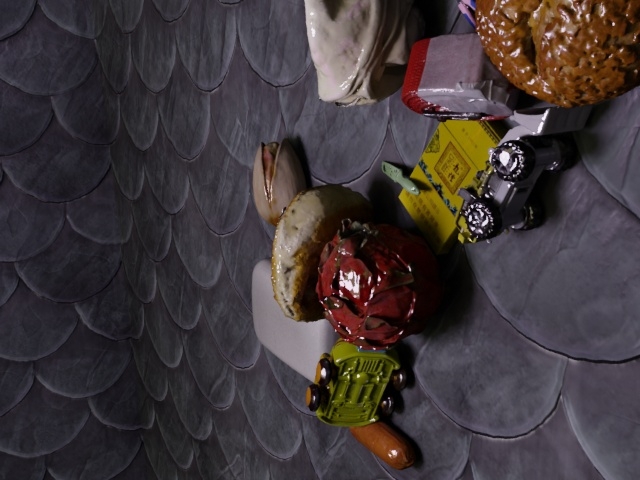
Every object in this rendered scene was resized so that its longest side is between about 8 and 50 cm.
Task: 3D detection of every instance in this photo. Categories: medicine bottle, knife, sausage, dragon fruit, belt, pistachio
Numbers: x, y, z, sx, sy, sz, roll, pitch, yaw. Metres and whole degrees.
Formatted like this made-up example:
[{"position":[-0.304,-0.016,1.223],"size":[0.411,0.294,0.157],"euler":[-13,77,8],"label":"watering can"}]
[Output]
[{"position":[-0.048,0.192,1.805],"size":[0.375,0.123,0.282],"euler":[25,118,54],"label":"medicine bottle"},{"position":[0.156,-0.124,1.421],"size":[0.207,0.014,0.030],"euler":[-128,45,-65],"label":"knife"},{"position":[0.138,0.447,1.628],"size":[0.197,0.076,0.076],"euler":[27,122,53],"label":"sausage"},{"position":[0.112,0.082,1.373],"size":[0.244,0.244,0.299],"euler":[49,175,40],"label":"dragon fruit"},{"position":[0.226,-0.251,1.170],"size":[0.201,0.128,0.124],"euler":[9,82,40],"label":"belt"},{"position":[-0.103,-0.139,1.780],"size":[0.144,0.144,0.215],"euler":[3,104,58],"label":"pistachio"}]

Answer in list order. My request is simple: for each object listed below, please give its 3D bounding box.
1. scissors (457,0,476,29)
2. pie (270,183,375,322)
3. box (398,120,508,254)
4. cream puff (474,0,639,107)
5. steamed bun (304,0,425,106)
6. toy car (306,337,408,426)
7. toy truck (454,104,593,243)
[{"position":[0.256,-0.392,1.229],"size":[0.113,0.012,0.039],"euler":[61,145,28],"label":"scissors"},{"position":[0.009,0.030,1.492],"size":[0.092,0.315,0.315],"euler":[21,119,31],"label":"pie"},{"position":[0.242,-0.118,1.315],"size":[0.153,0.041,0.279],"euler":[61,145,30],"label":"box"},{"position":[0.326,-0.321,0.942],"size":[0.303,0.212,0.303],"euler":[11,104,50],"label":"cream puff"},{"position":[0.086,-0.396,1.315],"size":[0.280,0.207,0.268],"euler":[78,-169,-45],"label":"steamed bun"},{"position":[0.074,0.290,1.594],"size":[0.142,0.200,0.248],"euler":[-100,25,-51],"label":"toy car"},{"position":[0.300,-0.108,1.127],"size":[0.111,0.136,0.286],"euler":[51,137,33],"label":"toy truck"}]
